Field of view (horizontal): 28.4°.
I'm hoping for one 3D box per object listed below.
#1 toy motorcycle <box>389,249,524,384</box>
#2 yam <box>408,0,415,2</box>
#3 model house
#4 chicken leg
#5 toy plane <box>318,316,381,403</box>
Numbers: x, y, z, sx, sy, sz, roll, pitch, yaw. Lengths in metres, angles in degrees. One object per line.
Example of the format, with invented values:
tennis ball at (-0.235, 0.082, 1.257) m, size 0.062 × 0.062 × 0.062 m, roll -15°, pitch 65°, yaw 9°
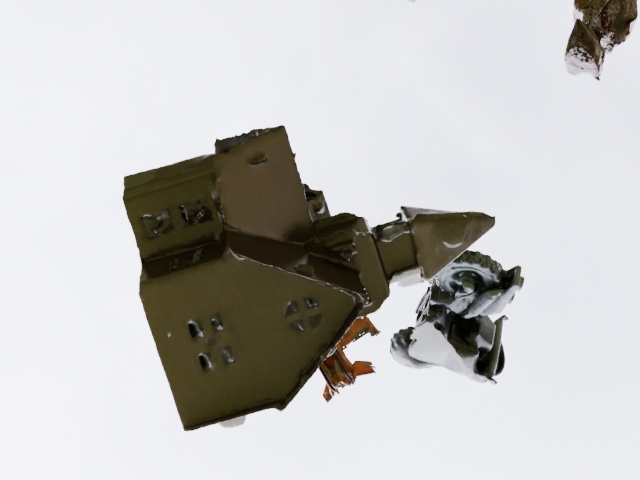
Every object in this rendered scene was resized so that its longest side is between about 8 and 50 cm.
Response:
toy motorcycle at (0.193, 0.107, 1.649) m, size 0.159 × 0.270 × 0.106 m, roll 19°, pitch -127°, yaw -6°
yam at (0.020, -0.360, 1.196) m, size 0.271 × 0.202 × 0.201 m, roll 26°, pitch -153°, yaw -25°
model house at (0.000, 0.000, 0.896) m, size 0.248 × 0.176 × 0.181 m, roll -16°, pitch -165°, yaw -1°
chicken leg at (0.389, -0.306, 1.797) m, size 0.304 × 0.093 × 0.113 m, roll -47°, pitch -59°, yaw -57°
toy plane at (-0.014, 0.105, 1.496) m, size 0.188 × 0.135 × 0.062 m, roll 53°, pitch -173°, yaw -8°
